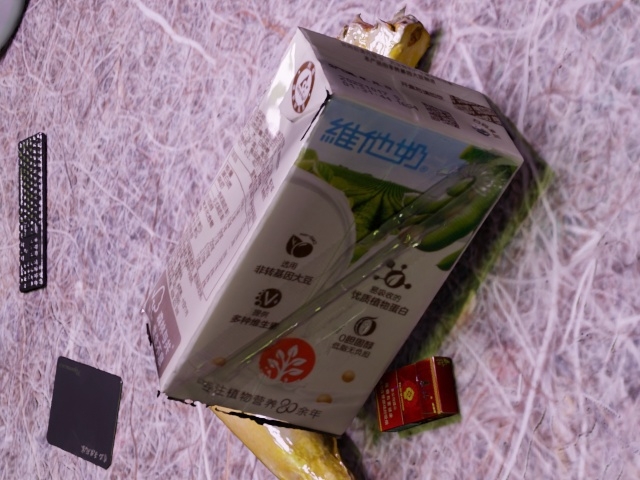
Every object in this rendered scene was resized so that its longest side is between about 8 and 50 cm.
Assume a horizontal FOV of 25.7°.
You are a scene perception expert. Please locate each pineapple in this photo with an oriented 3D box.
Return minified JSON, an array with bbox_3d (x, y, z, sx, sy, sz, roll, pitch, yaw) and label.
[{"bbox_3d":[0.044,-0.154,1.300,0.137,0.069,0.116,-30,62,42],"label":"pineapple"}]

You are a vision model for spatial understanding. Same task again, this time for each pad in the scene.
[{"bbox_3d":[-0.286,0.205,1.692,0.157,0.003,0.112,9,92,50],"label":"pad"}]

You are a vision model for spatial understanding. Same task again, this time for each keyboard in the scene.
[{"bbox_3d":[-0.376,-0.036,1.829,0.061,0.013,0.204,-16,72,49],"label":"keyboard"}]

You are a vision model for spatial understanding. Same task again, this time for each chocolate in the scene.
[{"bbox_3d":[-0.030,0.190,1.334,0.219,0.086,0.085,45,118,40],"label":"chocolate"}]

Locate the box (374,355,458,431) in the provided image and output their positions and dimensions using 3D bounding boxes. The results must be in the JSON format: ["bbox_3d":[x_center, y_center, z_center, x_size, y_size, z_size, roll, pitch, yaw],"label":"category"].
[{"bbox_3d":[0.083,0.137,1.242,0.082,0.023,0.051,-25,67,46],"label":"box"}]

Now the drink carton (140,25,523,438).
[{"bbox_3d":[0.000,0.000,1.217,0.324,0.194,0.132,-58,31,27],"label":"drink carton"}]

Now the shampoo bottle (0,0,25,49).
[{"bbox_3d":[-0.540,-0.409,1.979,0.349,0.151,0.222,52,129,40],"label":"shampoo bottle"}]
